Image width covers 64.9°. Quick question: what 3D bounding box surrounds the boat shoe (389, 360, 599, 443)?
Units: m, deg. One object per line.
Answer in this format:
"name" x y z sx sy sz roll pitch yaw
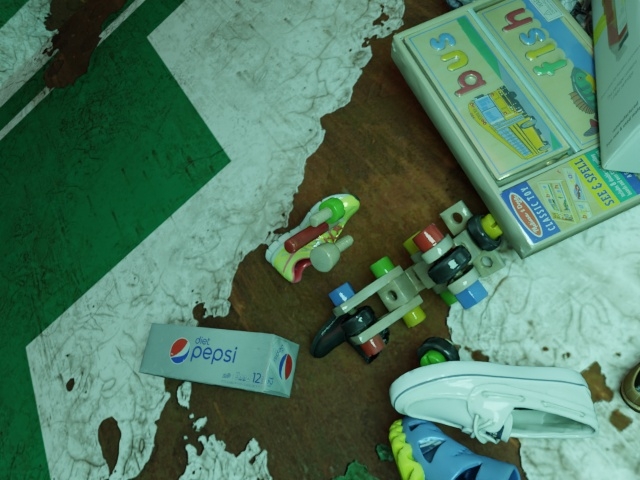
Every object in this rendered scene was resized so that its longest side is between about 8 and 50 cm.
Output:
"boat shoe" 0.219 0.212 0.640 0.257 0.095 0.084 -4 39 5

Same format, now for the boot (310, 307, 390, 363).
"boot" 0.051 0.168 0.836 0.099 0.045 0.121 34 85 32

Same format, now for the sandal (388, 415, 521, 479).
"sandal" 0.177 0.304 0.593 0.138 0.126 0.317 -24 16 -4

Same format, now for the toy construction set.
"toy construction set" 0.134 0.026 0.778 0.308 0.258 0.237 34 41 20

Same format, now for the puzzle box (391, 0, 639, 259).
"puzzle box" 0.316 -0.204 0.764 0.271 0.052 0.409 -25 69 -4

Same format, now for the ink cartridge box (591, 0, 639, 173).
"ink cartridge box" 0.536 -0.282 0.666 0.278 0.160 0.385 7 69 6

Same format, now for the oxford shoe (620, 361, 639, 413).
"oxford shoe" 0.463 0.132 0.610 0.212 0.076 0.076 -42 53 2

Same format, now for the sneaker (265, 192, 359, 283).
"sneaker" 0.000 0.000 0.929 0.208 0.081 0.094 -42 61 13

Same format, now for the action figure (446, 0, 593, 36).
"action figure" 0.374 -0.422 0.913 0.285 0.099 0.185 35 81 33

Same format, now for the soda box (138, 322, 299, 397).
"soda box" -0.186 0.213 0.910 0.286 0.091 0.098 -1 68 28
